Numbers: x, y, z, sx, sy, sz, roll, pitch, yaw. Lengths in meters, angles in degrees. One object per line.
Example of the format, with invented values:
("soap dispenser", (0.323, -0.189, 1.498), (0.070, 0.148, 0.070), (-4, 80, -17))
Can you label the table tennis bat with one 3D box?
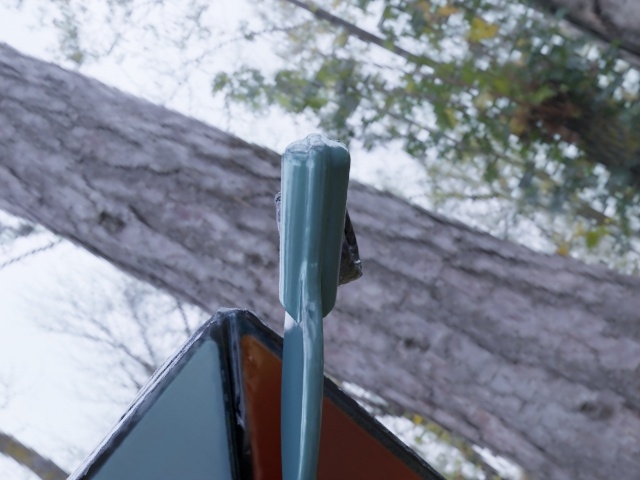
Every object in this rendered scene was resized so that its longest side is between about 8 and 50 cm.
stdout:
("table tennis bat", (-0.010, 0.054, 0.687), (0.153, 0.040, 0.244), (-102, 15, -67))

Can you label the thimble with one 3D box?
("thimble", (0.001, 0.002, 1.070), (0.095, 0.066, 0.104), (-93, -14, -55))

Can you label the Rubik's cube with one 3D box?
("Rubik's cube", (-0.072, 0.227, 0.872), (0.246, 0.250, 0.248), (-51, 1, -19))
